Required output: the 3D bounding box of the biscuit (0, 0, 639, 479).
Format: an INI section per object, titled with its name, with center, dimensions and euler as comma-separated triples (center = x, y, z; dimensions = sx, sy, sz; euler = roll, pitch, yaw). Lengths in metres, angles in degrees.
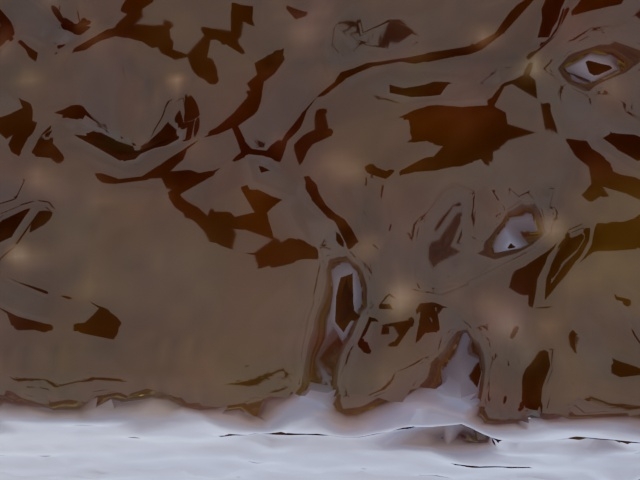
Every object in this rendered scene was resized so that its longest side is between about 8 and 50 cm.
[biscuit]
center = -0.032, -0.103, 0.602
dimensions = 0.343, 0.166, 0.395
euler = -1, -113, 12
